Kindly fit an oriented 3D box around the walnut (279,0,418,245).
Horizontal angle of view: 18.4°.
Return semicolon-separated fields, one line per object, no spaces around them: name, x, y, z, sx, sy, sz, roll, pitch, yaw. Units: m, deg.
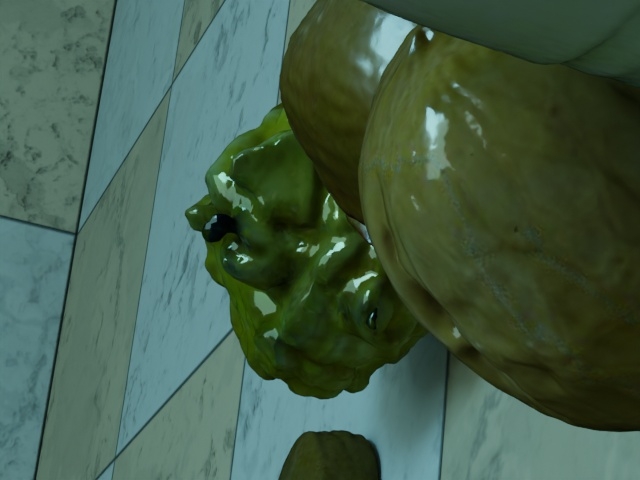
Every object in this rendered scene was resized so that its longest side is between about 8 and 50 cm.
walnut;0.080;-0.090;1.119;0.298;0.203;0.203;-136;61;-67

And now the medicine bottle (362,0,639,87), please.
medicine bottle;0.111;-0.175;0.702;0.236;0.406;0.235;-166;90;-75

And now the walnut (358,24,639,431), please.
walnut;0.120;-0.019;0.885;0.195;0.222;0.195;-45;13;14

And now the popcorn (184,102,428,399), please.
popcorn;0.002;-0.002;1.312;0.218;0.189;0.169;-43;-7;36

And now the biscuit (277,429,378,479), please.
biscuit;-0.061;0.333;1.465;0.394;0.076;0.368;142;138;-66
